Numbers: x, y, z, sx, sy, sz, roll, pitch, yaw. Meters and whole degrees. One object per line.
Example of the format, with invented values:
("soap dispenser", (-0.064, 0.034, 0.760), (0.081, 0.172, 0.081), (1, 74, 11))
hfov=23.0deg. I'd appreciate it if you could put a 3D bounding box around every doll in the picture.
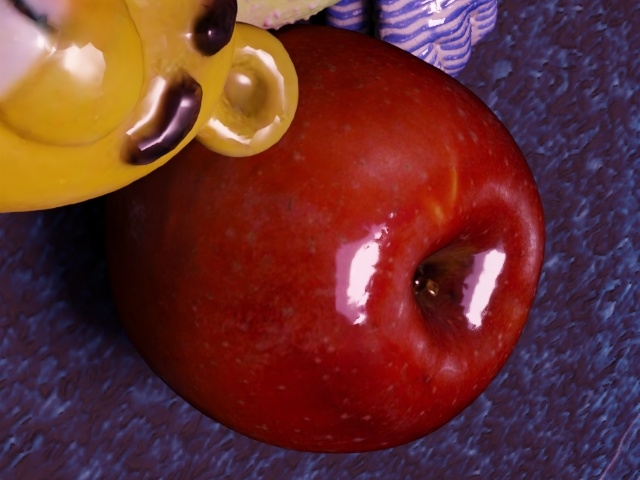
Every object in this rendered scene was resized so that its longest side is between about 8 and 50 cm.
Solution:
("doll", (-0.216, -0.169, 0.542), (0.423, 0.161, 0.348), (-10, 92, -26))

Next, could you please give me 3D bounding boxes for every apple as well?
("apple", (0.000, 0.000, 0.815), (0.218, 0.201, 0.218), (-16, 118, -33))

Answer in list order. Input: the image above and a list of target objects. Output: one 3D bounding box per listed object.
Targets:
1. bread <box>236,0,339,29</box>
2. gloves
("bread", (-0.035, -0.223, 0.709), (0.301, 0.045, 0.301), (-13, 122, -22))
("gloves", (0.048, -0.161, 0.865), (0.119, 0.097, 0.229), (-12, 127, 0))
